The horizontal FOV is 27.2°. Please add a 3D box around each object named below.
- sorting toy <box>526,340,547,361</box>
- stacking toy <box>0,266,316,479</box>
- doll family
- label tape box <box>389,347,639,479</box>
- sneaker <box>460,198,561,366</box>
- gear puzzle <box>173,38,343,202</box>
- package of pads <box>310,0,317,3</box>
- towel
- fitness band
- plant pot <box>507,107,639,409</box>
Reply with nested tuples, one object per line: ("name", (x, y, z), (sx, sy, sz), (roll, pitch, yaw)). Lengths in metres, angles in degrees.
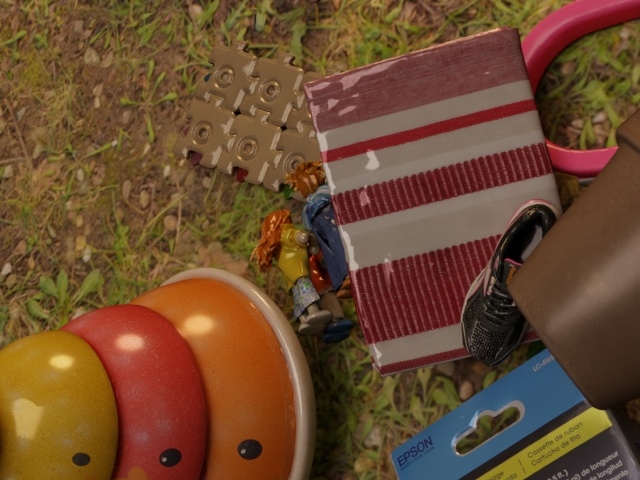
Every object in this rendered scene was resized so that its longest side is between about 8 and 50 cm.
("sorting toy", (0.248, 0.100, 1.422), (0.061, 0.042, 0.102), (-31, 74, 43))
("stacking toy", (-0.274, 0.210, 1.461), (0.350, 0.479, 0.351), (1, 92, 45))
("doll family", (0.000, 0.000, 1.518), (0.263, 0.118, 0.163), (-49, 52, 47))
("label tape box", (0.247, 0.311, 1.326), (0.249, 0.115, 0.348), (-37, 56, 22))
("sneaker", (0.188, 0.039, 1.332), (0.072, 0.077, 0.178), (18, 91, 10))
("gear puzzle", (-0.029, -0.139, 1.671), (0.339, 0.044, 0.176), (21, 90, 34))
("package of pads", (-0.028, -0.346, 1.720), (0.083, 0.032, 0.050), (31, 96, 36))
("towel", (0.132, -0.040, 1.399), (0.237, 0.037, 0.329), (-14, 87, 8))
("fitness band", (0.334, -0.174, 1.413), (0.290, 0.054, 0.209), (-13, 72, 31))
("plant pot", (0.304, 0.032, 1.230), (0.229, 0.263, 0.263), (-36, 60, 6))
